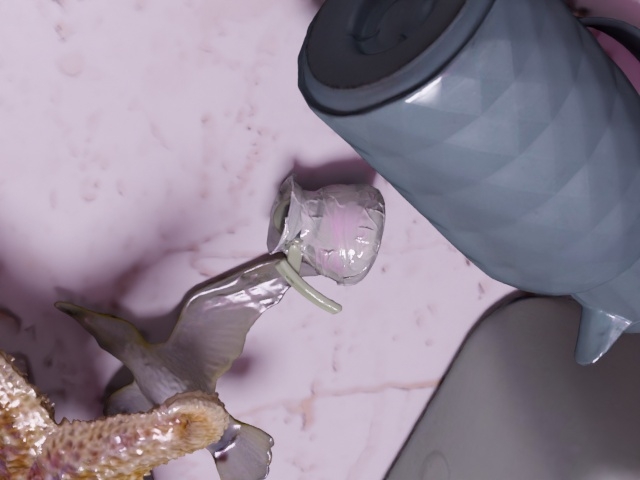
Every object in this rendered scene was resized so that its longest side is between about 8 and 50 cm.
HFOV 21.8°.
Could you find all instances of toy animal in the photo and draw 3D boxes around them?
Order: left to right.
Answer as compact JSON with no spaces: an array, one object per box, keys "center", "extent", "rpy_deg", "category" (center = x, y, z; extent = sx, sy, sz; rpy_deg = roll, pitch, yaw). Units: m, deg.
[{"center":[-0.095,0.086,1.040],"extent":[0.155,0.095,0.219],"rpy_deg":[29,112,-34],"category":"toy animal"}]

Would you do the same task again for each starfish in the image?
[{"center":[-0.185,0.135,1.011],"extent":[0.299,0.060,0.302],"rpy_deg":[7,139,18],"category":"starfish"}]

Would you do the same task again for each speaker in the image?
[{"center":[0.135,0.255,1.163],"extent":[0.183,0.184,0.406],"rpy_deg":[14,120,-22],"category":"speaker"}]

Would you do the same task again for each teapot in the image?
[{"center":[0.000,0.000,1.017],"extent":[0.064,0.064,0.083],"rpy_deg":[15,76,-13],"category":"teapot"}]

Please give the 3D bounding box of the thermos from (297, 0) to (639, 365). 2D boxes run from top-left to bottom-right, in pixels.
[{"center":[0.131,-0.063,0.975],"extent":[0.286,0.145,0.182],"rpy_deg":[41,73,-36],"category":"thermos"}]
